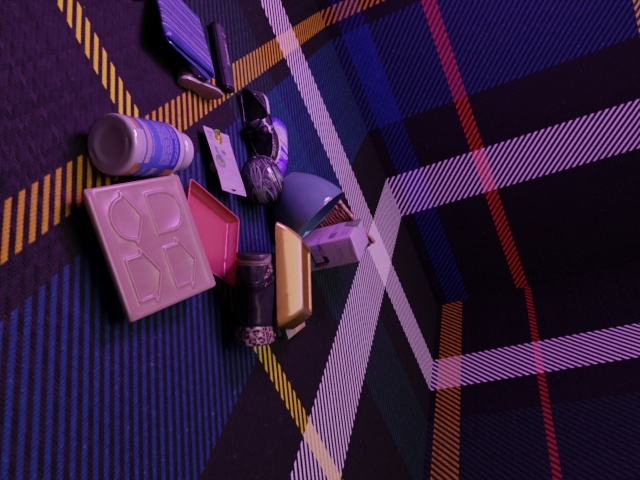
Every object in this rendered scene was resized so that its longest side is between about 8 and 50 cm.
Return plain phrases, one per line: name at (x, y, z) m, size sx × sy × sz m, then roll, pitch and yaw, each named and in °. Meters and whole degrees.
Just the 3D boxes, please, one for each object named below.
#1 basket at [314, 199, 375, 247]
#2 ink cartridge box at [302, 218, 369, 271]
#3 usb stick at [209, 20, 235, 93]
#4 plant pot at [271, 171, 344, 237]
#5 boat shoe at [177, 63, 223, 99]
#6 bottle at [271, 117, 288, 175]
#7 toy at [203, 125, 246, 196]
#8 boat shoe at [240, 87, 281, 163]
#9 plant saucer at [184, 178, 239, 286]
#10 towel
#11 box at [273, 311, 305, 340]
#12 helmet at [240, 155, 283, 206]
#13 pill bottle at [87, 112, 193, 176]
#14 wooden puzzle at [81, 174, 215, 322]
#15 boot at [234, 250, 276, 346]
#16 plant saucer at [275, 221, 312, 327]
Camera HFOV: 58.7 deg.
basket at (0.089, -0.088, 2.466) m, size 0.299 × 0.223 × 0.213 m, roll 47°, pitch 31°, yaw -13°
ink cartridge box at (0.033, 0.024, 2.290) m, size 0.201 × 0.278 × 0.117 m, roll -55°, pitch 128°, yaw -62°
usb stick at (-0.367, -0.682, 2.124) m, size 0.077 × 0.045 × 0.278 m, roll 14°, pitch 63°, yaw -64°
plant pot at (-0.080, -0.150, 2.204) m, size 0.195 × 0.290 × 0.290 m, roll 45°, pitch 22°, yaw 6°
boat shoe at (-0.399, -0.531, 1.909) m, size 0.206 × 0.075 × 0.065 m, roll 13°, pitch 67°, yaw -60°
bottle at (-0.184, -0.350, 2.270) m, size 0.118 × 0.092 × 0.283 m, roll 41°, pitch 39°, yaw -52°
toy at (-0.334, -0.256, 1.904) m, size 0.137 × 0.056 × 0.237 m, roll 11°, pitch 60°, yaw -61°
boat shoe at (-0.239, -0.437, 2.156) m, size 0.113 × 0.127 × 0.340 m, roll 29°, pitch 47°, yaw -58°
plant saucer at (-0.342, -0.014, 1.730) m, size 0.259 × 0.047 × 0.258 m, roll 44°, pitch 37°, yaw -50°
towel at (-0.455, -0.697, 1.862) m, size 0.243 × 0.040 × 0.336 m, roll 38°, pitch 27°, yaw -53°
box at (-0.111, 0.288, 2.080) m, size 0.179 × 0.043 × 0.105 m, roll -24°, pitch 97°, yaw -65°
helmet at (-0.209, -0.211, 2.027) m, size 0.161 × 0.169 × 0.169 m, roll 53°, pitch 26°, yaw -76°
pill bottle at (-0.453, -0.240, 1.482) m, size 0.272 × 0.152 × 0.152 m, roll -10°, pitch 84°, yaw -67°
wooden puzzle at (-0.431, 0.011, 1.434) m, size 0.348 × 0.080 × 0.322 m, roll -25°, pitch 97°, yaw -62°
boot at (-0.197, 0.179, 1.815) m, size 0.377 × 0.138 × 0.284 m, roll 107°, pitch -16°, yaw -86°
plant saucer at (-0.083, 0.126, 1.907) m, size 0.333 × 0.081 × 0.333 m, roll 56°, pitch 32°, yaw -78°
